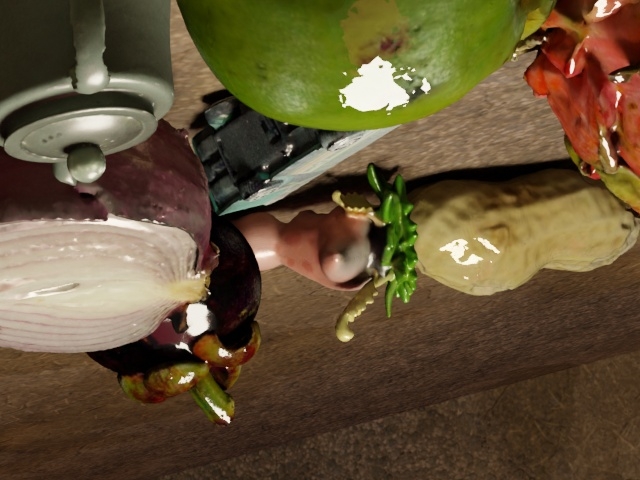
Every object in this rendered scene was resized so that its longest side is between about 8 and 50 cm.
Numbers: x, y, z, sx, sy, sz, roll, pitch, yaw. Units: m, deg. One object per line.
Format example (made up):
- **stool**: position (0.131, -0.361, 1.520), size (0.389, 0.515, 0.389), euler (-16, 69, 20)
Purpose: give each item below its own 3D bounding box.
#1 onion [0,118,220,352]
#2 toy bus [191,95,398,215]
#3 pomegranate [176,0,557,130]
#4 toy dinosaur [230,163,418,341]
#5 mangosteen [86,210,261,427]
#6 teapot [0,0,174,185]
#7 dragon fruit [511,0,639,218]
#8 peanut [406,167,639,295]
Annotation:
- **onion**: position (-0.258, -0.024, 1.391), size (0.349, 0.159, 0.267), euler (2, 150, -23)
- **toy bus**: position (-0.010, -0.100, 1.438), size (0.109, 0.091, 0.262), euler (-14, 172, -40)
- **pomegranate**: position (-0.006, -0.181, 0.914), size (0.302, 0.235, 0.236), euler (20, -171, 39)
- **toy dinosaur**: position (0.001, -0.006, 1.767), size (0.177, 0.152, 0.194), euler (-7, -154, -17)
- **mangosteen**: position (-0.146, 0.076, 1.706), size (0.194, 0.230, 0.194), euler (-15, 172, -2)
- **teapot**: position (-0.163, -0.111, 1.135), size (0.162, 0.149, 0.239), euler (-6, 165, -16)
- **dragon fruit**: position (0.251, -0.150, 1.088), size (0.263, 0.314, 0.296), euler (14, 146, -25)
- **peanut**: position (0.213, -0.013, 1.874), size (0.290, 0.130, 0.130), euler (-9, 166, -21)
